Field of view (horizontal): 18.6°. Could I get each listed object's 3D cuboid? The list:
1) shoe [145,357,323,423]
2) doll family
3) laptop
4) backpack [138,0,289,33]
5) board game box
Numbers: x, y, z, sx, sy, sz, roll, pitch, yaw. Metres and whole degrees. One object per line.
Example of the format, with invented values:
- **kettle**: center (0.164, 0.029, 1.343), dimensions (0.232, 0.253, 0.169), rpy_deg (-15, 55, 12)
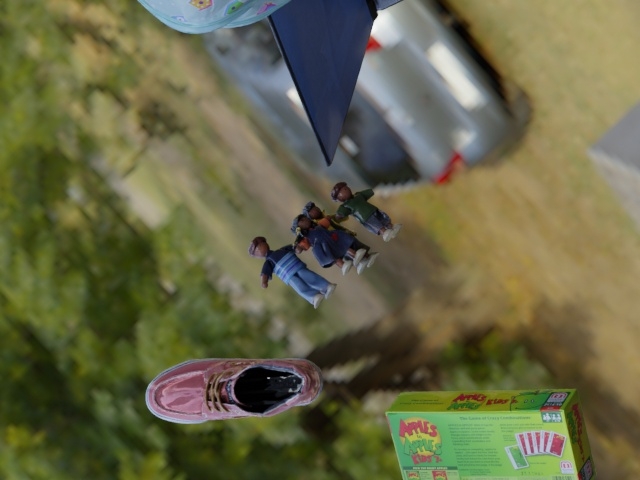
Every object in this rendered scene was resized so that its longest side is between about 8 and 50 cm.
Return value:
- **shoe**: center (-0.090, 0.143, 1.885), dimensions (0.081, 0.178, 0.063), rpy_deg (19, -115, -80)
- **doll family**: center (0.000, 0.000, 2.258), dimensions (0.111, 0.193, 0.076), rpy_deg (39, 130, 14)
- **laptop**: center (0.096, -0.363, 2.117), dimensions (0.236, 0.408, 0.382), rpy_deg (59, 174, 46)
- **backpack**: center (-0.087, -0.263, 1.637), dimensions (0.166, 0.188, 0.144), rpy_deg (49, 155, 21)
- **board game box**: center (0.159, 0.190, 1.830), dimensions (0.181, 0.043, 0.092), rpy_deg (-4, 112, 29)
